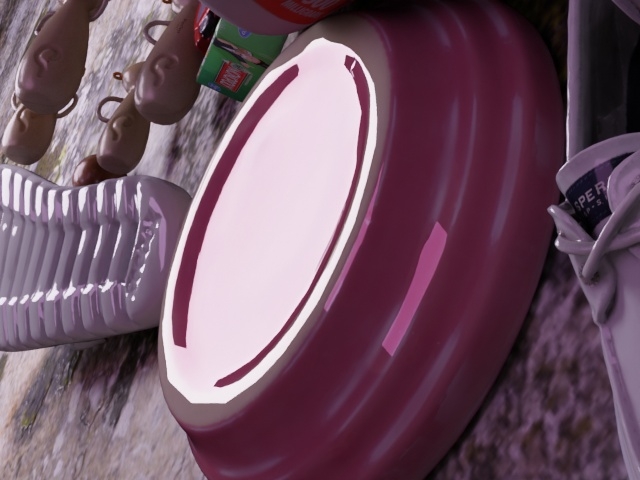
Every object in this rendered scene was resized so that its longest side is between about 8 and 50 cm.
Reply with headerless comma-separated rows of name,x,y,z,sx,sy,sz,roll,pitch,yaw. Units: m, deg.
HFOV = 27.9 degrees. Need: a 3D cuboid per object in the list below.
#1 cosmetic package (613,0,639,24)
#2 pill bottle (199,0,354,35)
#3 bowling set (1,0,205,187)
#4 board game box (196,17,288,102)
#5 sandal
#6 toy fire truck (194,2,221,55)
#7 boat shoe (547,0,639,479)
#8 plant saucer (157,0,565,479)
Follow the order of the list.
cosmetic package,0.216,-0.185,0.291,0.365,0.197,0.155,-33,18,49
pill bottle,0.058,-0.248,0.660,0.323,0.181,0.181,-24,45,28
bowling set,-0.226,-0.142,1.212,0.200,0.287,0.154,90,-168,-56
board game box,0.000,-0.261,0.919,0.317,0.046,0.213,-66,8,-4
sandal,-0.213,0.023,1.138,0.416,0.102,0.169,6,89,51
toy fire truck,-0.049,-0.257,1.098,0.192,0.047,0.135,-54,27,28
boat shoe,0.125,-0.007,0.488,0.095,0.084,0.258,-41,35,43
plant saucer,0.000,0.000,0.736,0.332,0.084,0.332,-45,33,40
